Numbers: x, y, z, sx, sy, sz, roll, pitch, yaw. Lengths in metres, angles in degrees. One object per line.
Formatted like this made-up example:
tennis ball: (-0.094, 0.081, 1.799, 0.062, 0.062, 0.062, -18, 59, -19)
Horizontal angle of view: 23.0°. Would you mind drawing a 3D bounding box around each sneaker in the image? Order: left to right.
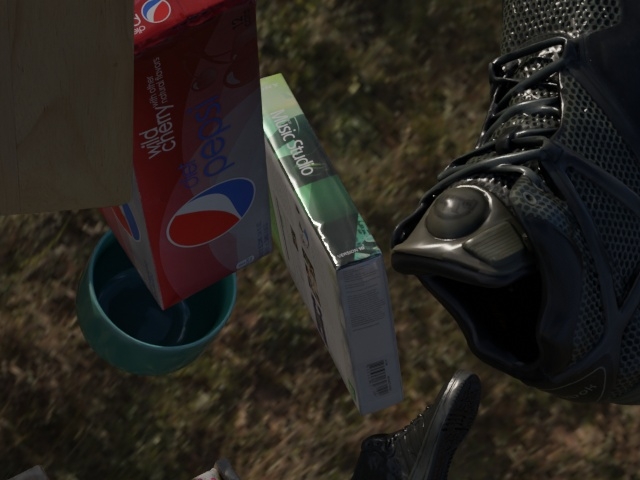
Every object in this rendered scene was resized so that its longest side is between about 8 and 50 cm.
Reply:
sneaker: (0.071, 0.181, 1.358, 0.051, 0.089, 0.170, 15, 95, -54)
sneaker: (0.095, -0.044, 0.682, 0.130, 0.087, 0.227, 7, 78, -43)

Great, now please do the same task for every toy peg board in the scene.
toy peg board: (-0.169, -0.092, 0.708, 0.161, 0.161, 0.079, -5, 47, -12)

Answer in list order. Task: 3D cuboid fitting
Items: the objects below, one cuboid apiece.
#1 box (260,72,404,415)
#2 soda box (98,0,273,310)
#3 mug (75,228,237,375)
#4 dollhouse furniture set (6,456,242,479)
box: (0.000, 0.000, 1.717, 0.058, 0.232, 0.322, -20, 46, -10)
soda box: (-0.087, -0.069, 0.890, 0.083, 0.263, 0.092, -28, 64, -14)
mug: (-0.135, 0.052, 1.381, 0.158, 0.097, 0.129, -4, 67, -23)
dollhouse furniture set: (-0.062, 0.273, 1.372, 0.303, 0.174, 0.355, -26, 70, -25)
